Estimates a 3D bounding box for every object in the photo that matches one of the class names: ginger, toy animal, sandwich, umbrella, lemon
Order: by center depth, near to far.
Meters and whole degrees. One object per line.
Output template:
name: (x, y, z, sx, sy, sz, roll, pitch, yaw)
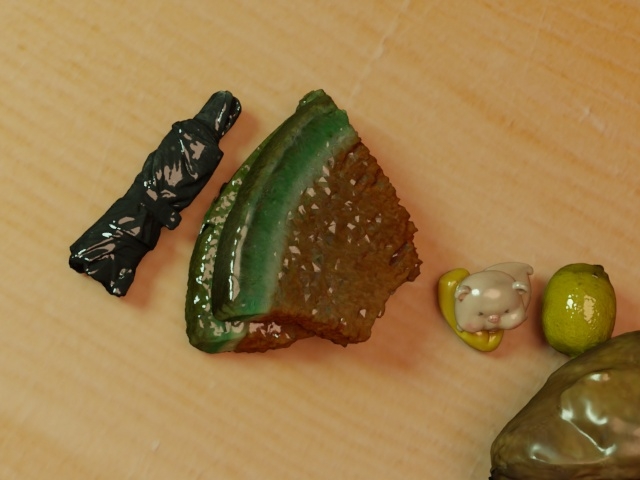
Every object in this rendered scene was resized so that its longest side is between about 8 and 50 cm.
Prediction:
umbrella: (-0.152, -0.055, 1.113, 0.066, 0.059, 0.236, 43, 68, -26)
sandwich: (-0.013, 0.001, 1.125, 0.212, 0.109, 0.292, 48, 67, -5)
ginger: (0.313, 0.194, 1.160, 0.269, 0.200, 0.223, 13, 44, 9)
toy animal: (0.184, 0.067, 1.200, 0.114, 0.082, 0.091, -7, 83, -22)
lemon: (0.273, 0.078, 1.232, 0.082, 0.082, 0.111, 11, 82, -18)
